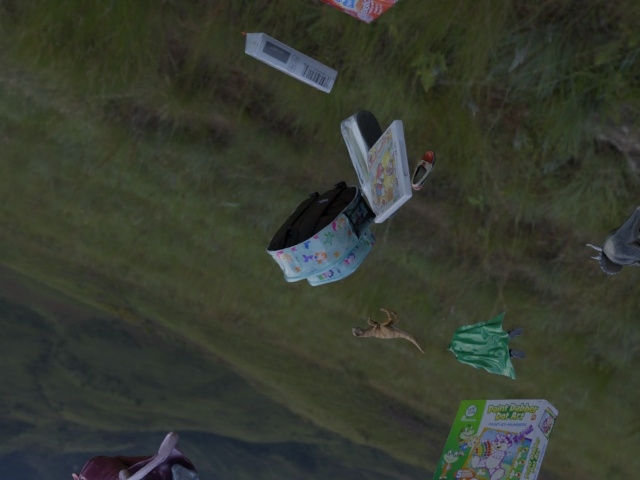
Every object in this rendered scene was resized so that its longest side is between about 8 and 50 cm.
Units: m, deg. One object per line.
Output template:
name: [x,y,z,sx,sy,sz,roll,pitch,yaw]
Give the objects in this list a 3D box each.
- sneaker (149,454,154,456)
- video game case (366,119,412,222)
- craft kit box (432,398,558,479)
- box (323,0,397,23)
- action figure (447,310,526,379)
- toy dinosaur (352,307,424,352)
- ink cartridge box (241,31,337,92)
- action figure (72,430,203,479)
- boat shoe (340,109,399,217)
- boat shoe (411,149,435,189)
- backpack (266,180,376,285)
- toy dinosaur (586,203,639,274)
sneaker: [-0.385,0.629,1.761,0.099,0.121,0.262,19,158,30]
video game case: [0.178,-0.177,1.856,0.026,0.207,0.227,-1,164,-16]
craft kit box: [0.372,0.465,1.531,0.061,0.247,0.249,43,148,-19]
box: [0.098,-0.541,1.250,0.122,0.257,0.128,20,173,-19]
action figure: [0.344,0.225,1.508,0.063,0.137,0.232,1,171,-24]
toy dinosaur: [0.200,0.256,2.018,0.211,0.112,0.064,6,168,10]
ink cartridge box: [-0.083,-0.401,1.573,0.189,0.066,0.232,22,-175,-23]
action figure: [-0.430,0.534,1.478,0.370,0.248,0.276,6,126,39]
boat shoe: [0.145,-0.217,2.058,0.118,0.321,0.103,-21,-178,-40]
boat shoe: [0.321,-0.224,2.194,0.049,0.137,0.043,24,173,23]
backpack: [0.000,0.000,1.716,0.225,0.253,0.191,-16,109,37]
toy dinosaur: [0.729,0.012,1.651,0.160,0.121,0.313,-17,161,14]
